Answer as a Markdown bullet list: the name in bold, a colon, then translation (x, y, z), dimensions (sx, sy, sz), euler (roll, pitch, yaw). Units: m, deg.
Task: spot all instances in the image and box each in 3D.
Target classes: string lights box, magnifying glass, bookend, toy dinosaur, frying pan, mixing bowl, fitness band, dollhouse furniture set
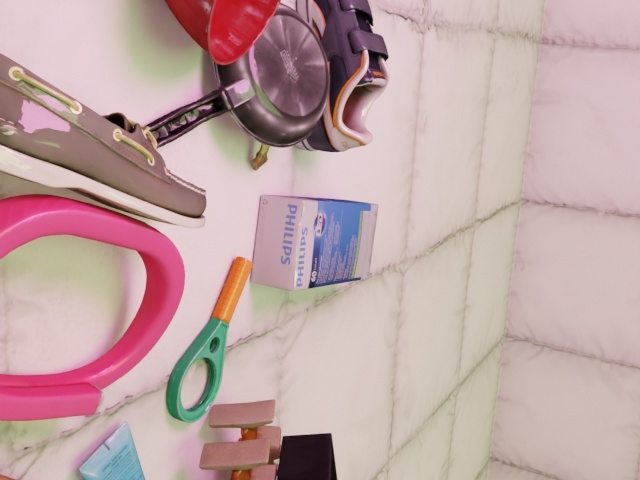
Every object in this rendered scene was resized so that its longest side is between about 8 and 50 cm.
- **string lights box**: translation (0.000, 0.000, 1.125), dimensions (0.260, 0.077, 0.133), euler (-1, 100, -62)
- **magnifying glass**: translation (-0.143, 0.131, 0.962), dimensions (0.092, 0.026, 0.230), euler (46, 58, -57)
- **bookend**: translation (-0.013, 0.374, 0.971), dimensions (0.156, 0.072, 0.157), euler (-85, 169, -67)
- **toy dinosaur**: translation (-0.074, -0.181, 0.951), dimensions (0.092, 0.053, 0.183), euler (-48, 139, -42)
- **frying pan**: translation (-0.097, -0.211, 0.873), dimensions (0.326, 0.053, 0.197), euler (-11, 94, -47)
- **mixing bowl**: translation (-0.109, -0.293, 0.769), dimensions (0.181, 0.098, 0.181), euler (-58, 172, -14)
- **fitness band**: translation (-0.241, 0.067, 0.678), dimensions (0.291, 0.054, 0.209), euler (21, 95, -63)
- **dollhouse furniture set**: translation (-0.118, 0.392, 0.976), dimensions (0.259, 0.135, 0.261), euler (-86, 170, -59)

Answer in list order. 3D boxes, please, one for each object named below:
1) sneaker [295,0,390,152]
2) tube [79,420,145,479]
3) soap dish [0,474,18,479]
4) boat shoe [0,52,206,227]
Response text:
- **sneaker**: translation (0.040, -0.289, 1.050), dimensions (0.126, 0.128, 0.320), euler (-13, 109, -58)
- **tube**: translation (-0.227, 0.319, 0.849), dimensions (0.080, 0.052, 0.207), euler (-54, 141, -54)
- **soap dish**: translation (-0.324, 0.347, 0.601), dimensions (0.290, 0.118, 0.229), euler (-68, 150, -22)
- **boat shoe**: translation (-0.206, -0.081, 0.682), dimensions (0.305, 0.109, 0.091), euler (22, 85, -58)
